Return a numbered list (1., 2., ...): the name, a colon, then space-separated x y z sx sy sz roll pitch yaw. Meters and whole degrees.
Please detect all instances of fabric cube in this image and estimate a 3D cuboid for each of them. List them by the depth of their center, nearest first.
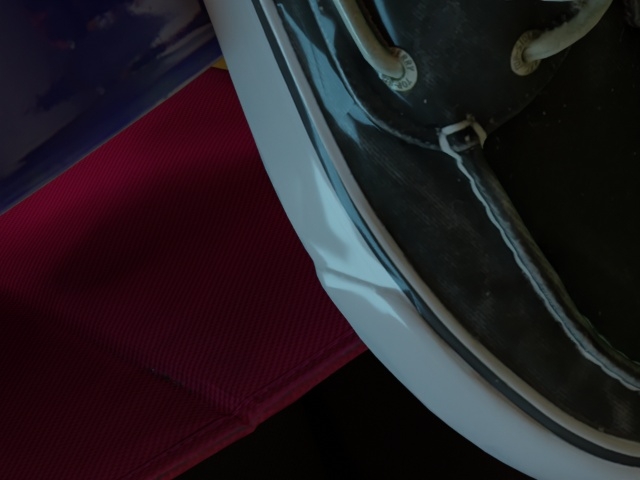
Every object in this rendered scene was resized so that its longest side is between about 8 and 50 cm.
1. fabric cube: -0.044 0.119 0.553 0.258 0.259 0.254 19 135 56

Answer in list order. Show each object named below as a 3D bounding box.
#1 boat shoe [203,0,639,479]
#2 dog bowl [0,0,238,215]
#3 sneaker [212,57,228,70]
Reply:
1. boat shoe: 0.023 -0.051 0.338 0.070 0.077 0.219 -19 104 55
2. dog bowl: -0.118 -0.055 0.449 0.104 0.265 0.265 57 176 -11
3. sneaker: -0.052 -0.054 1.058 0.126 0.091 0.240 55 174 11
